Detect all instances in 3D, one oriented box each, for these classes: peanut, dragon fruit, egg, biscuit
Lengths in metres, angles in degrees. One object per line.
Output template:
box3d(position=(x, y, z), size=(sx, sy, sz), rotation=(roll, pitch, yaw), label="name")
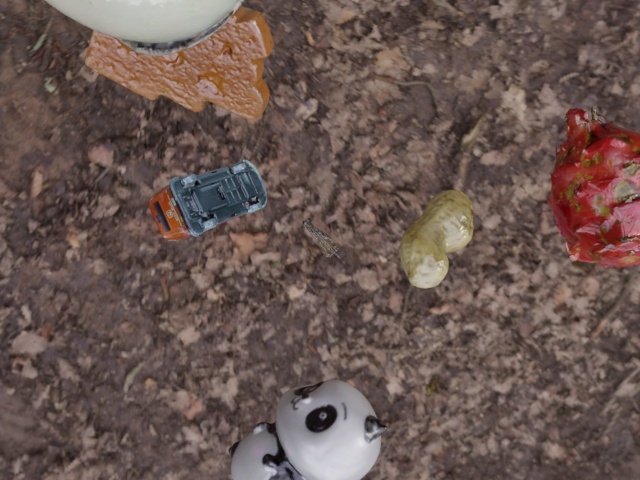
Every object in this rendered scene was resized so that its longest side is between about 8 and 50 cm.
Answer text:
box3d(position=(0.212, -0.005, 1.421), size=(0.229, 0.103, 0.098), rotation=(-51, 125, -31), label="peanut")
box3d(position=(0.460, -0.087, 1.232), size=(0.210, 0.205, 0.268), rotation=(-18, 83, -21), label="dragon fruit")
box3d(position=(-0.194, -0.329, 0.764), size=(0.286, 0.174, 0.264), rotation=(-25, 87, 31), label="egg")
box3d(position=(-0.216, -0.290, 1.139), size=(0.306, 0.043, 0.284), rotation=(-1, 138, 21), label="biscuit")

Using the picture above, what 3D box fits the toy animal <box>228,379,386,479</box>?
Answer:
box3d(position=(-0.016, 0.320, 1.187), size=(0.165, 0.187, 0.235), rotation=(38, 100, -25), label="toy animal")

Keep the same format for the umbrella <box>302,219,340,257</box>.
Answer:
box3d(position=(0.001, -0.001, 1.223), size=(0.031, 0.020, 0.083), rotation=(-40, 89, -31), label="umbrella")

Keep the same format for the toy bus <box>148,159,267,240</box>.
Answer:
box3d(position=(-0.226, -0.082, 1.586), size=(0.120, 0.265, 0.121), rotation=(-22, 93, 35), label="toy bus")
